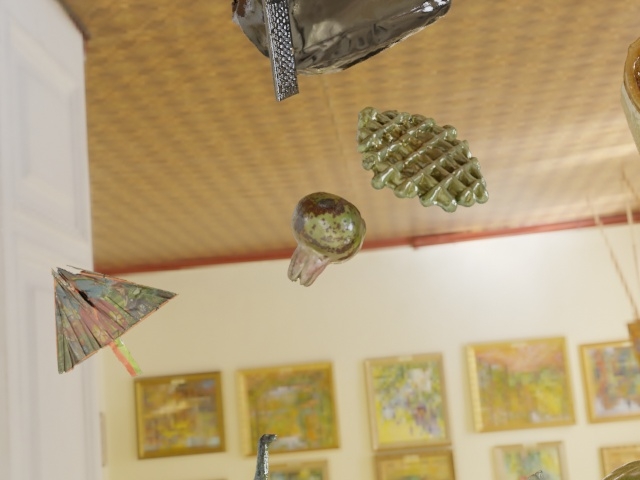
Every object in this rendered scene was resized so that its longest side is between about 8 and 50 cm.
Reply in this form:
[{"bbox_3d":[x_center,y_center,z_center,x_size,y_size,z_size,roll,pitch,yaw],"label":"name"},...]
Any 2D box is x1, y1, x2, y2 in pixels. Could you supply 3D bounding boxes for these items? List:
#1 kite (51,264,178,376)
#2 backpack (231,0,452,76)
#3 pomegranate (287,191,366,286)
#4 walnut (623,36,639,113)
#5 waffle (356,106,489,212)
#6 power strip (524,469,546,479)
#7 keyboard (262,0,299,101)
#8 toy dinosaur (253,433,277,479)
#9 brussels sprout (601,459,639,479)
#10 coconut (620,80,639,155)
[{"bbox_3d":[-0.287,0.103,1.313,0.241,0.183,0.014,-29,-169,25],"label":"kite"},{"bbox_3d":[0.019,-0.407,1.612,0.363,0.255,0.445,-24,-171,-9],"label":"backpack"},{"bbox_3d":[0.012,-0.001,1.655,0.125,0.163,0.138,4,164,2],"label":"pomegranate"},{"bbox_3d":[0.511,-0.205,1.386,0.211,0.167,0.087,31,170,5],"label":"walnut"},{"bbox_3d":[0.212,-0.176,2.095,0.291,0.309,0.056,11,128,-17],"label":"waffle"},{"bbox_3d":[0.213,0.281,1.094,0.083,0.017,0.027,-43,155,20],"label":"power strip"},{"bbox_3d":[-0.057,-0.292,1.357,0.010,0.198,0.063,3,-159,29],"label":"keyboard"},{"bbox_3d":[-0.136,0.533,1.807,0.147,0.363,0.076,33,-176,16],"label":"toy dinosaur"},{"bbox_3d":[0.456,0.393,1.292,0.244,0.244,0.244,-5,170,-1],"label":"brussels sprout"},{"bbox_3d":[0.604,-0.220,1.591,0.239,0.244,0.239,1,136,1],"label":"coconut"}]
